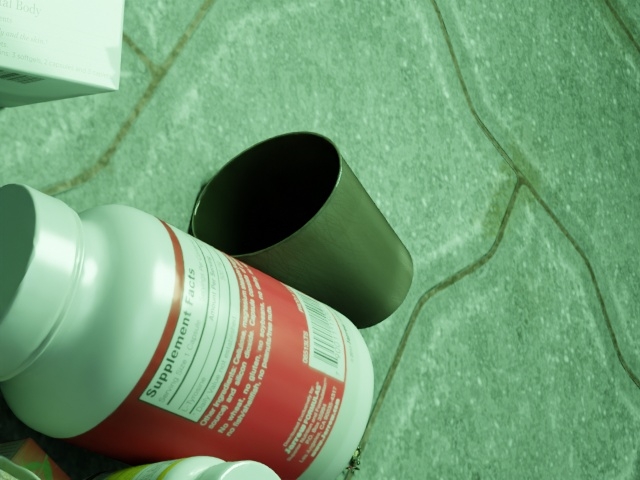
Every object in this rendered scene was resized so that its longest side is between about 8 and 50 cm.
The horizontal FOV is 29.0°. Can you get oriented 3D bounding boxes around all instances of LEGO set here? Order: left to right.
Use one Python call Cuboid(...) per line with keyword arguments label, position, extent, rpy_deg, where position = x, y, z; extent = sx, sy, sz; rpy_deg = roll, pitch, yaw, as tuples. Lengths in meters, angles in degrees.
Cuboid(label="LEGO set", position=(0.019, 0.261, 1.504), extent=(0.083, 0.023, 0.054), rpy_deg=(48, 50, -44))

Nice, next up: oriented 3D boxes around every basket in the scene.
Cuboid(label="basket", position=(0.000, 0.000, 1.446), extent=(0.227, 0.204, 0.154), rpy_deg=(39, 42, -43))

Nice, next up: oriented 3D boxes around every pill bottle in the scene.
Cuboid(label="pill bottle", position=(-0.159, 0.105, 1.205), extent=(0.408, 0.229, 0.229), rpy_deg=(29, 59, -37))
Cuboid(label="pill bottle", position=(-0.131, 0.256, 1.107), extent=(0.119, 0.208, 0.119), rpy_deg=(17, 66, -43))

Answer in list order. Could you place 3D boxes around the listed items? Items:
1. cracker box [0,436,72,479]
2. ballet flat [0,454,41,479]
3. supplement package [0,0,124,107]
Cuboid(label="cracker box", position=(-0.295, 0.317, 1.122), extent=(0.155, 0.067, 0.232), rpy_deg=(53, 46, -21))
Cuboid(label="ballet flat", position=(-0.322, 0.205, 1.058), extent=(0.316, 0.107, 0.106), rpy_deg=(36, 31, -1))
Cuboid(label="supplement package", position=(-0.313, -0.274, 1.143), extent=(0.199, 0.198, 0.262), rpy_deg=(7, 85, -45))
